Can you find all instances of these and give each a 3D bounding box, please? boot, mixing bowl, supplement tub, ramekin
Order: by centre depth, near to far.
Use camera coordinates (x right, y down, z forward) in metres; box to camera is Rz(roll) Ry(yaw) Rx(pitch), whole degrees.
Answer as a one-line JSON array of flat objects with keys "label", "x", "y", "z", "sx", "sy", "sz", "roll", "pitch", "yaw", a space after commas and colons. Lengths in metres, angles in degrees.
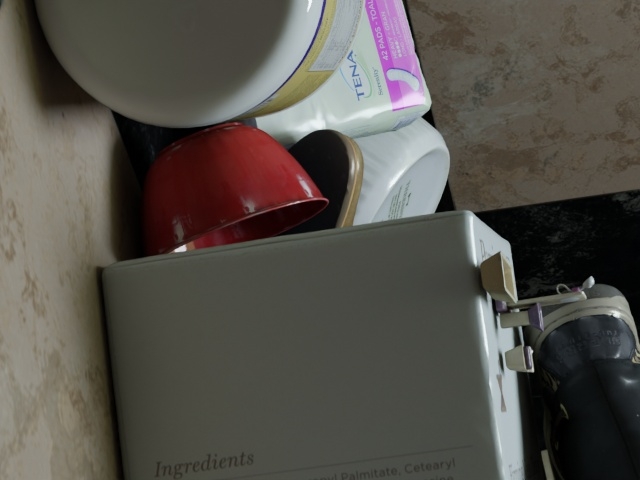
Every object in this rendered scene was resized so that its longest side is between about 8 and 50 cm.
[{"label": "supplement tub", "x": -0.090, "y": -0.223, "z": 1.451, "sx": 0.331, "sy": 0.241, "sz": 0.241, "roll": -33, "pitch": 114, "yaw": -78}, {"label": "mixing bowl", "x": -0.093, "y": -0.047, "z": 1.525, "sx": 0.181, "sy": 0.181, "sz": 0.098, "roll": 17, "pitch": 52, "yaw": -78}, {"label": "boot", "x": 0.304, "y": 0.250, "z": 1.544, "sx": 0.284, "sy": 0.138, "sz": 0.377, "roll": -105, "pitch": 174, "yaw": -45}, {"label": "boot", "x": 0.000, "y": 0.000, "z": 1.746, "sx": 0.112, "sy": 0.115, "sz": 0.305, "roll": 54, "pitch": -40, "yaw": 33}, {"label": "ramekin", "x": 0.040, "y": -0.047, "z": 1.922, "sx": 0.273, "sy": 0.127, "sz": 0.273, "roll": -48, "pitch": 159, "yaw": -26}]

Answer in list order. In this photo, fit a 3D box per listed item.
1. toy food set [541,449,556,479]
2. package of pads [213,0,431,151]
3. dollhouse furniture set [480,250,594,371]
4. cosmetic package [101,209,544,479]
[{"label": "toy food set", "x": 0.210, "y": 0.286, "z": 1.454, "sx": 0.132, "sy": 0.039, "sz": 0.192, "roll": -93, "pitch": 163, "yaw": -56}, {"label": "package of pads", "x": -0.031, "y": -0.242, "z": 1.745, "sx": 0.101, "sy": 0.229, "sz": 0.296, "roll": -19, "pitch": -93, "yaw": 61}, {"label": "dollhouse furniture set", "x": 0.179, "y": 0.052, "z": 1.342, "sx": 0.114, "sy": 0.081, "sz": 0.091, "roll": 40, "pitch": 43, "yaw": -71}, {"label": "cosmetic package", "x": 0.024, "y": 0.201, "z": 1.494, "sx": 0.329, "sy": 0.328, "sz": 0.393, "roll": 21, "pitch": 61, "yaw": -77}]
